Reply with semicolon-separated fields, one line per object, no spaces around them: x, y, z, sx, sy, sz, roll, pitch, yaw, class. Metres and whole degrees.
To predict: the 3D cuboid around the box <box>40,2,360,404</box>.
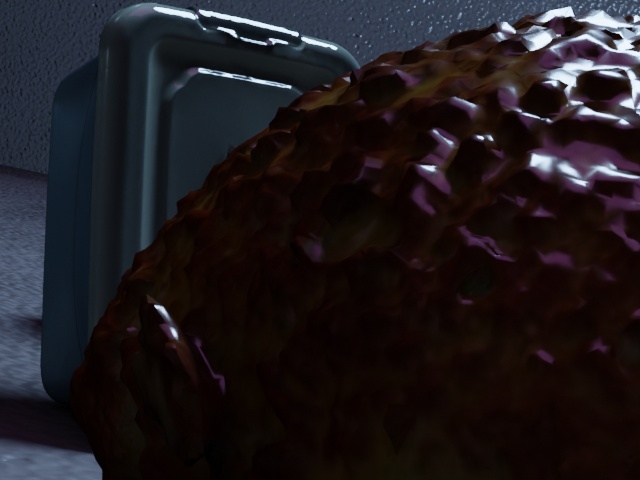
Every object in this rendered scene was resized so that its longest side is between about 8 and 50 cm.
-0.064;-0.004;0.775;0.162;0.226;0.130;7;-9;-35;box

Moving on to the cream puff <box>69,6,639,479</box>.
0.092;0.037;0.498;0.351;0.228;0.350;9;3;0;cream puff
